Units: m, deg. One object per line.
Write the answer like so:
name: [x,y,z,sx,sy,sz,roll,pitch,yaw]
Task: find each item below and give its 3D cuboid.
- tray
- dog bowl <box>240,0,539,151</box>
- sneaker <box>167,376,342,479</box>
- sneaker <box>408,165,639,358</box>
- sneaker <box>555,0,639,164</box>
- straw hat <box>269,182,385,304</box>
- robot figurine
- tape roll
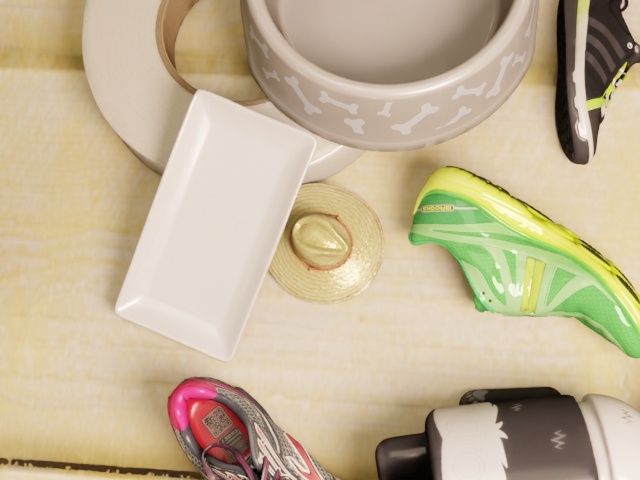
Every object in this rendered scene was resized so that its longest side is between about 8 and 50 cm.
tray: [-0.114,-0.015,1.108,0.145,0.030,0.270,23,101,5]
dog bowl: [0.074,-0.277,1.104,0.349,0.102,0.349,-1,74,3]
sneaker: [-0.049,0.258,1.027,0.299,0.112,0.121,40,82,15]
sneaker: [0.225,0.037,1.086,0.295,0.109,0.123,35,103,12]
sneaker: [0.319,-0.199,1.140,0.097,0.084,0.235,3,75,5]
straw hat: [0.000,0.000,1.112,0.144,0.061,0.144,0,83,1]
robot figurine: [0.196,0.241,0.985,0.278,0.173,0.209,-7,77,3]
tape roll: [-0.085,-0.240,1.196,0.392,0.072,0.392,-1,75,4]
